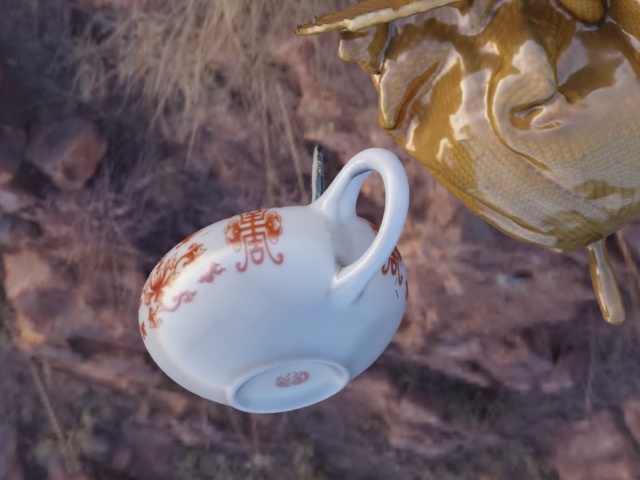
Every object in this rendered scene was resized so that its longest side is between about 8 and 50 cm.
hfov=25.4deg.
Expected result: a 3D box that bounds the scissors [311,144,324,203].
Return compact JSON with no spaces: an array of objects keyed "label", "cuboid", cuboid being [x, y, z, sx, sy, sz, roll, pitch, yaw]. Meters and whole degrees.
[{"label":"scissors","cuboid":[0.000,0.000,1.374,0.022,0.300,0.109,-20,128,17]}]

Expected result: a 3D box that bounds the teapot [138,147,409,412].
[{"label":"teapot","cuboid":[-0.020,0.034,0.838,0.159,0.116,0.245,23,134,-30]}]

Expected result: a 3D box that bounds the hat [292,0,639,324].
[{"label":"hat","cuboid":[0.137,-0.053,0.833,0.244,0.233,0.233,-25,105,-27]}]
